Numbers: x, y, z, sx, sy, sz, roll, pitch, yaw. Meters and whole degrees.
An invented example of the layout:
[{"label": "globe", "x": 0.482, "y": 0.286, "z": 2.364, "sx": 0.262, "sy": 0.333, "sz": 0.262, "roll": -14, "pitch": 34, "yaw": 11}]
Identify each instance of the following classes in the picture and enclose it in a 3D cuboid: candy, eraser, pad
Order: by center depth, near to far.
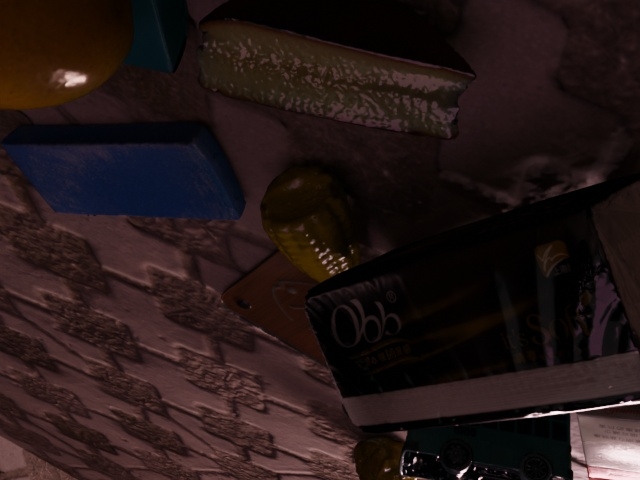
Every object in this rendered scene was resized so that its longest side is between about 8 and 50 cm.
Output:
[{"label": "candy", "x": 0.000, "y": 0.000, "z": 0.910, "sx": 0.106, "sy": 0.094, "sz": 0.199, "roll": -1, "pitch": 146, "yaw": 21}, {"label": "eraser", "x": -0.257, "y": -0.090, "z": 0.960, "sx": 0.311, "sy": 0.043, "sz": 0.144, "roll": 3, "pitch": 141, "yaw": 24}, {"label": "pad", "x": 0.013, "y": 0.114, "z": 1.127, "sx": 0.284, "sy": 0.018, "sz": 0.286, "roll": 33, "pitch": 143, "yaw": -17}]

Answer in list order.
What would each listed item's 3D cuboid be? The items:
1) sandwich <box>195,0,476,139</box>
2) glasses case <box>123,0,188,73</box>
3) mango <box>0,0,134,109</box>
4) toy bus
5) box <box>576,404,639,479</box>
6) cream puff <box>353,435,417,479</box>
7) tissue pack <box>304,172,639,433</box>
[{"label": "sandwich", "x": 0.015, "y": -0.167, "z": 0.669, "sx": 0.257, "sy": 0.096, "sz": 0.094, "roll": 15, "pitch": 139, "yaw": 11}, {"label": "glasses case", "x": -0.284, "y": -0.256, "z": 0.729, "sx": 0.300, "sy": 0.070, "sz": 0.117, "roll": 14, "pitch": 151, "yaw": 7}, {"label": "mango", "x": -0.296, "y": -0.260, "z": 0.537, "sx": 0.221, "sy": 0.264, "sz": 0.378, "roll": -5, "pitch": 131, "yaw": 46}, {"label": "toy bus", "x": 0.262, "y": 0.326, "z": 1.172, "sx": 0.255, "sy": 0.147, "sz": 0.128, "roll": 9, "pitch": 143, "yaw": 9}, {"label": "box", "x": 0.485, "y": 0.326, "z": 1.154, "sx": 0.138, "sy": 0.035, "sz": 0.245, "roll": 0, "pitch": 141, "yaw": 27}, {"label": "cream puff", "x": 0.129, "y": 0.462, "z": 1.459, "sx": 0.146, "sy": 0.116, "sz": 0.146, "roll": 12, "pitch": 142, "yaw": 10}, {"label": "tissue pack", "x": 0.189, "y": 0.076, "z": 0.764, "sx": 0.370, "sy": 0.210, "sz": 0.198, "roll": -20, "pitch": 88, "yaw": 43}]
